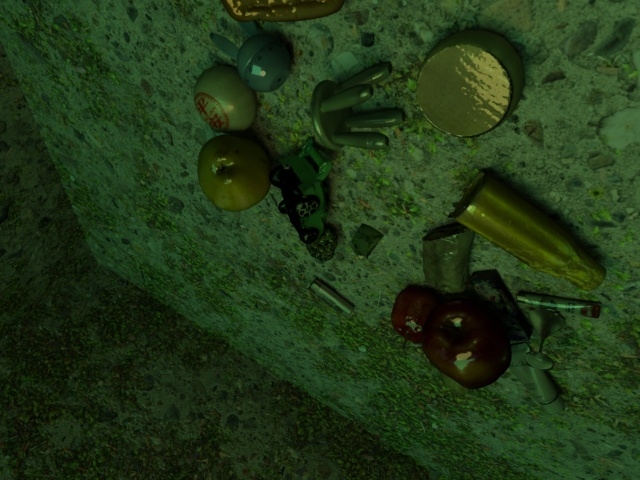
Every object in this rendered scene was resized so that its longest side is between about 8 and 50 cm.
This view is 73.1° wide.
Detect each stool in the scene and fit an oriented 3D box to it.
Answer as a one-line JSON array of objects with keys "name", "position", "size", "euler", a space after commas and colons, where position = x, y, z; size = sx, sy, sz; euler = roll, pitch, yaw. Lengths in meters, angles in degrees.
[{"name": "stool", "position": [0.103, -0.357, 1.193], "size": [0.198, 0.195, 0.195], "euler": [1, 130, 32]}]

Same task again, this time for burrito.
[{"name": "burrito", "position": [0.417, 0.049, 1.443], "size": [0.174, 0.107, 0.348], "euler": [17, 141, 24]}]

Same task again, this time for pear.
[{"name": "pear", "position": [-0.322, -0.248, 1.544], "size": [0.284, 0.285, 0.336], "euler": [17, 175, 24]}]

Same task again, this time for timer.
[{"name": "timer", "position": [-0.192, -0.549, 1.282], "size": [0.255, 0.175, 0.175], "euler": [52, 151, 28]}]

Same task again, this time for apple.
[{"name": "apple", "position": [0.506, 0.354, 1.483], "size": [0.287, 0.288, 0.317], "euler": [-2, 142, 40]}]

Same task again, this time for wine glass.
[{"name": "wine glass", "position": [0.730, 0.327, 1.424], "size": [0.122, 0.183, 0.122], "euler": [23, 142, 19]}]

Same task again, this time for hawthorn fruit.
[{"name": "hawthorn fruit", "position": [0.357, 0.311, 1.655], "size": [0.207, 0.243, 0.208], "euler": [27, 149, 18]}]

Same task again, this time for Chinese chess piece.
[{"name": "Chinese chess piece", "position": [0.356, -0.373, 1.043], "size": [0.249, 0.103, 0.250], "euler": [23, 141, 20]}]

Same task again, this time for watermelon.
[{"name": "watermelon", "position": [0.174, 0.000, 1.640], "size": [0.098, 0.121, 0.158], "euler": [44, -170, 15]}]

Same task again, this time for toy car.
[{"name": "toy car", "position": [-0.053, -0.160, 1.536], "size": [0.213, 0.176, 0.359], "euler": [53, 164, 35]}]

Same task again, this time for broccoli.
[{"name": "broccoli", "position": [0.000, 0.000, 1.713], "size": [0.145, 0.137, 0.162], "euler": [13, 98, 38]}]

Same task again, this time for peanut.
[{"name": "peanut", "position": [0.582, 0.508, 1.766], "size": [0.174, 0.158, 0.340], "euler": [28, 148, 13]}]

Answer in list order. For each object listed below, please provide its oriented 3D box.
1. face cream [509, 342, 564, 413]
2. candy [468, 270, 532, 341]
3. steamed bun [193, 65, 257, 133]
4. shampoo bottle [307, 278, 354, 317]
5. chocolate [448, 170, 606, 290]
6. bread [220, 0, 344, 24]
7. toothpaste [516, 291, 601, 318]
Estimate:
[{"name": "face cream", "position": [0.817, 0.524, 1.662], "size": [0.315, 0.089, 0.143], "euler": [53, 141, -4]}, {"name": "candy", "position": [0.631, 0.231, 1.502], "size": [0.088, 0.061, 0.312], "euler": [-16, 119, 50]}, {"name": "steamed bun", "position": [-0.335, -0.463, 1.463], "size": [0.231, 0.145, 0.232], "euler": [21, 140, 19]}, {"name": "shampoo bottle", "position": [0.048, 0.271, 2.014], "size": [0.227, 0.056, 0.086], "euler": [36, 145, 1]}, {"name": "chocolate", "position": [0.583, -0.003, 1.208], "size": [0.445, 0.162, 0.162], "euler": [35, 143, 0]}, {"name": "bread", "position": [-0.092, -0.670, 0.963], "size": [0.336, 0.148, 0.328], "euler": [-10, 143, -4]}, {"name": "toothpaste", "position": [0.761, 0.205, 1.390], "size": [0.238, 0.039, 0.062], "euler": [8, 128, 30]}]
